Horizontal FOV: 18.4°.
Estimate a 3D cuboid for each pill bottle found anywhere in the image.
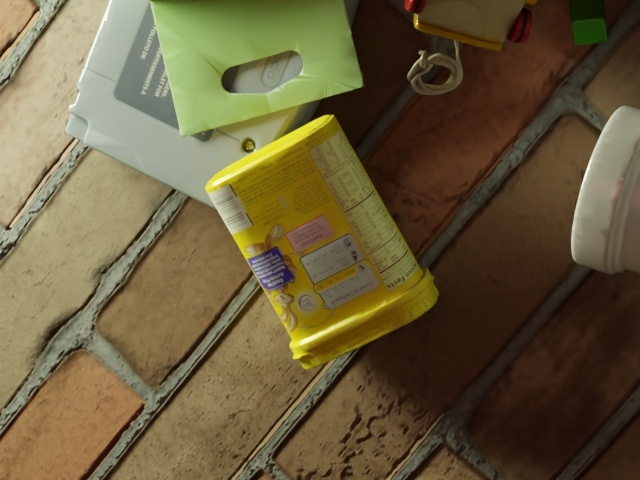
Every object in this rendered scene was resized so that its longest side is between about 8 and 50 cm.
[{"bbox_3d":[0.326,-0.005,1.429,0.265,0.153,0.153,17,98,21],"label":"pill bottle"}]

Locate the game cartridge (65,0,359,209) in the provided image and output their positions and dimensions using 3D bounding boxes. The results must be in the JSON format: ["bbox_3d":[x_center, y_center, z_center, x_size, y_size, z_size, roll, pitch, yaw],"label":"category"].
[{"bbox_3d":[-0.076,-0.184,1.633,0.198,0.062,0.297,26,101,14],"label":"game cartridge"}]

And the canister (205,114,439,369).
[{"bbox_3d":[0.000,0.000,1.573,0.126,0.073,0.170,-27,99,18],"label":"canister"}]

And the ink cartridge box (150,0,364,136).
[{"bbox_3d":[-0.074,-0.217,1.576,0.171,0.056,0.235,-14,85,20],"label":"ink cartridge box"}]

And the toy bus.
[{"bbox_3d":[0.131,-0.234,1.521,0.202,0.191,0.104,-17,43,20],"label":"toy bus"}]
